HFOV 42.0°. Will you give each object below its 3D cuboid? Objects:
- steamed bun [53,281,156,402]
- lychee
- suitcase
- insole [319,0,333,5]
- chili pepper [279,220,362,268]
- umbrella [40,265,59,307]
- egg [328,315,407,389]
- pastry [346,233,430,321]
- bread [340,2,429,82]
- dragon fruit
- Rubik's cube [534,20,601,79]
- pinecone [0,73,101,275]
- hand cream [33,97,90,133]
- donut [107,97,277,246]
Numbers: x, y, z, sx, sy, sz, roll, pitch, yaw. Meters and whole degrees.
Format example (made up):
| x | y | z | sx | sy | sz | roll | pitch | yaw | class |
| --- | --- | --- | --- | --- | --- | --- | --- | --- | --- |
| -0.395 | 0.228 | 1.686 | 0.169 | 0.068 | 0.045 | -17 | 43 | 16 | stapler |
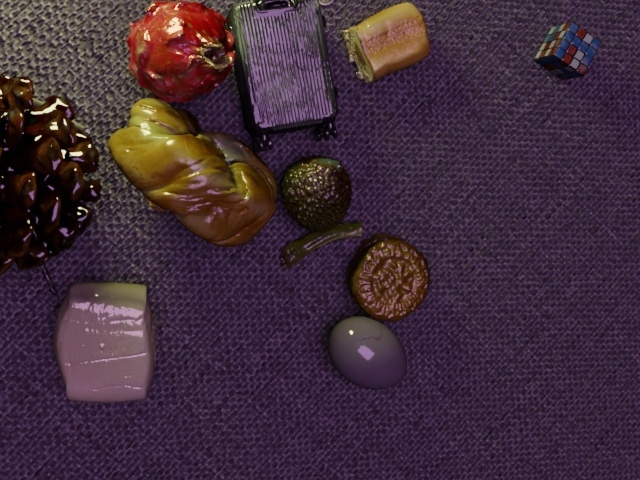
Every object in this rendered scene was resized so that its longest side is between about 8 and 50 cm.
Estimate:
| x | y | z | sx | sy | sz | roll | pitch | yaw | class |
| --- | --- | --- | --- | --- | --- | --- | --- | --- | --- |
| -0.433 | 0.200 | 1.686 | 0.200 | 0.155 | 0.250 | 0 | 101 | -11 | steamed bun |
| -0.009 | -0.097 | 1.773 | 0.171 | 0.171 | 0.171 | -1 | 95 | -14 | lychee |
| -0.080 | -0.351 | 1.741 | 0.202 | 0.128 | 0.312 | -12 | 98 | -13 | suitcase |
| -0.038 | -0.588 | 1.796 | 0.065 | 0.004 | 0.197 | -42 | 103 | -8 | insole |
| 0.000 | 0.000 | 1.838 | 0.202 | 0.050 | 0.052 | -21 | 63 | -10 | chili pepper |
| -0.558 | 0.080 | 1.716 | 0.022 | 0.013 | 0.122 | -13 | 100 | 9 | umbrella |
| 0.105 | 0.249 | 1.833 | 0.199 | 0.146 | 0.146 | 35 | 86 | -27 | egg |
| 0.151 | 0.083 | 1.852 | 0.189 | 0.103 | 0.188 | -1 | 95 | -15 | pastry |
| 0.146 | -0.431 | 1.815 | 0.173 | 0.085 | 0.134 | -24 | 97 | -10 | bread |
| -0.266 | -0.370 | 1.629 | 0.205 | 0.268 | 0.210 | -49 | 130 | -14 | dragon fruit |
| 0.568 | -0.435 | 1.920 | 0.092 | 0.092 | 0.092 | 30 | 87 | -14 | Rubik's cube |
| -0.586 | -0.118 | 1.529 | 0.398 | 0.398 | 0.397 | -1 | 95 | -14 | pinecone |
| -0.549 | -0.243 | 1.685 | 0.165 | 0.037 | 0.057 | 34 | 86 | -22 | hand cream |
| -0.233 | -0.134 | 1.625 | 0.360 | 0.360 | 0.170 | 38 | 100 | -14 | donut |
